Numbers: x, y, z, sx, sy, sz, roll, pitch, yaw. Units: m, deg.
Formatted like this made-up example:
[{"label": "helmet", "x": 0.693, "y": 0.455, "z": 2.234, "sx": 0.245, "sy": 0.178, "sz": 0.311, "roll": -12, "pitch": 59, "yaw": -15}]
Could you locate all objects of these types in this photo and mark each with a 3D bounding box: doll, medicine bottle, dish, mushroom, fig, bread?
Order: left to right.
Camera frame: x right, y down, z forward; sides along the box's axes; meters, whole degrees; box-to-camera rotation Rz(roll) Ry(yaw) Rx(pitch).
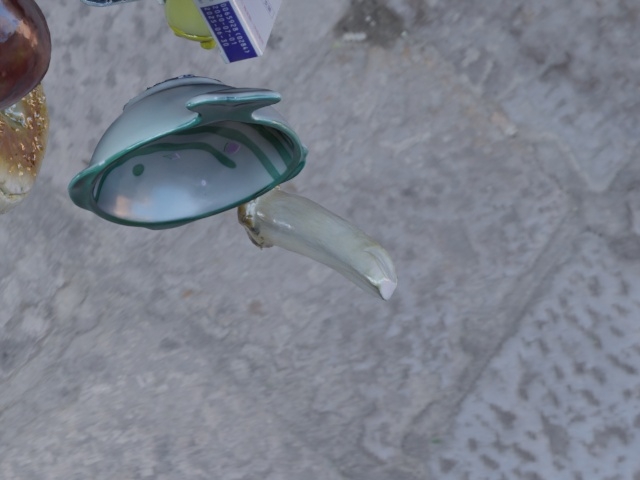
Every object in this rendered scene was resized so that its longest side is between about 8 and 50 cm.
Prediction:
[{"label": "fig", "x": -0.186, "y": -0.083, "z": 0.570, "sx": 0.125, "sy": 0.089, "sz": 0.089, "roll": -34, "pitch": 91, "yaw": 3}, {"label": "bread", "x": -0.431, "y": -0.169, "z": 1.444, "sx": 0.159, "sy": 0.305, "sz": 0.305, "roll": -6, "pitch": 77, "yaw": 15}, {"label": "dish", "x": -0.115, "y": -0.094, "z": 1.115, "sx": 0.224, "sy": 0.246, "sz": 0.078, "roll": -6, "pitch": 68, "yaw": -25}, {"label": "doll", "x": -0.137, "y": -0.295, "z": 1.413, "sx": 0.106, "sy": 0.162, "sz": 0.062, "roll": 27, "pitch": 43, "yaw": 22}, {"label": "medicine bottle", "x": -0.099, "y": -0.305, "z": 1.247, "sx": 0.171, "sy": 0.052, "sz": 0.201, "roll": -73, "pitch": 146, "yaw": -42}, {"label": "mushroom", "x": 0.000, "y": 0.000, "z": 1.310, "sx": 0.209, "sy": 0.084, "sz": 0.071, "roll": 28, "pitch": 73, "yaw": 36}]

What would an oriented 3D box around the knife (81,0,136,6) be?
[{"label": "knife", "x": -0.145, "y": -0.226, "z": 1.118, "sx": 0.162, "sy": 0.023, "sz": 0.044, "roll": -19, "pitch": 52, "yaw": -43}]
